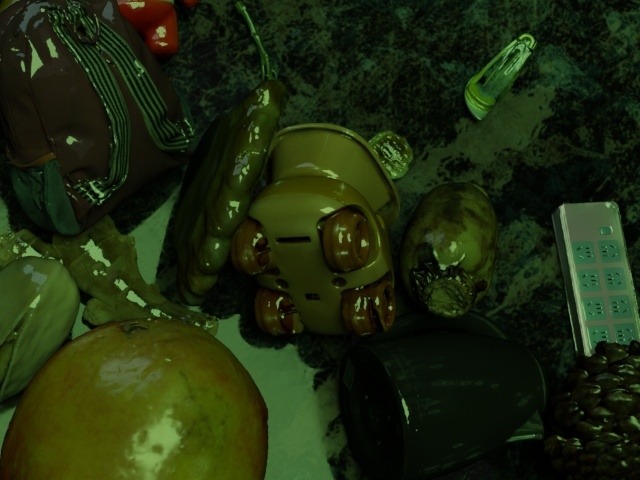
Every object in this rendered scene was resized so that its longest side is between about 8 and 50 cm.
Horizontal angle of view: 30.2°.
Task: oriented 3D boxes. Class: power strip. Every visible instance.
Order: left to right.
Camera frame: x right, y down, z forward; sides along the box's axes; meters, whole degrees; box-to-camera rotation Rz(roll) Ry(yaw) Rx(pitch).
[{"bbox_3d":[0.446,0.066,1.903,0.109,0.037,0.279,-3,75,-15],"label":"power strip"}]

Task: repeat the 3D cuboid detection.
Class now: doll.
[{"bbox_3d":[-0.297,-0.446,1.838,0.199,0.105,0.337,-5,83,-14],"label":"doll"}]

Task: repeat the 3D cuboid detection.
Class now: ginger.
[{"bbox_3d":[-0.298,0.058,1.690,0.333,0.081,0.148,34,73,-1],"label":"ginger"}]

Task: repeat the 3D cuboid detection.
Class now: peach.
[{"bbox_3d":[-0.236,0.286,1.522,0.372,0.289,0.373,-9,103,-40],"label":"peach"}]

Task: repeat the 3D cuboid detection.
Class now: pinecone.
[{"bbox_3d":[0.443,0.273,1.749,0.224,0.224,0.273,22,50,-7],"label":"pinecone"}]

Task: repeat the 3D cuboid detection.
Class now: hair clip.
[{"bbox_3d":[0.297,-0.277,1.970,0.060,0.033,0.188,41,71,2],"label":"hair clip"}]

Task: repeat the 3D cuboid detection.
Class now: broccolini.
[{"bbox_3d":[-0.100,-0.289,1.877,0.052,0.054,0.194,6,62,-44],"label":"broccolini"}]

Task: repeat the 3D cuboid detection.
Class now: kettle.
[{"bbox_3d":[0.184,0.202,1.725,0.290,0.207,0.268,-11,49,-23],"label":"kettle"}]

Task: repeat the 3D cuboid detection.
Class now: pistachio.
[{"bbox_3d":[-0.406,0.117,1.600,0.126,0.152,0.223,29,110,-7],"label":"pistachio"}]

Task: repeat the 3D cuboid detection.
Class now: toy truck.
[{"bbox_3d":[0.000,0.000,1.694,0.204,0.288,0.212,-3,44,22],"label":"toy truck"}]

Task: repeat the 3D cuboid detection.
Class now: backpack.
[{"bbox_3d":[-0.319,-0.200,1.631,0.283,0.197,0.317,-41,130,-39],"label":"backpack"}]

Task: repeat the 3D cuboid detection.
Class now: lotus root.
[{"bbox_3d":[0.194,0.008,1.777,0.141,0.169,0.314,7,34,13],"label":"lotus root"}]

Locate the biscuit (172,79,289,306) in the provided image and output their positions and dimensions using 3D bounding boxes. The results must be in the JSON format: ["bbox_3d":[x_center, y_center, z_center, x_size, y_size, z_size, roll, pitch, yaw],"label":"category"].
[{"bbox_3d":[-0.130,-0.083,1.617,0.078,0.329,0.335,20,114,-14],"label":"biscuit"}]

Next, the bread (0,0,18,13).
[{"bbox_3d":[-0.583,-0.366,1.691,0.369,0.191,0.314,21,74,-2],"label":"bread"}]

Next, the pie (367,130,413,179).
[{"bbox_3d":[0.107,-0.134,1.886,0.084,0.020,0.085,4,72,-13],"label":"pie"}]
